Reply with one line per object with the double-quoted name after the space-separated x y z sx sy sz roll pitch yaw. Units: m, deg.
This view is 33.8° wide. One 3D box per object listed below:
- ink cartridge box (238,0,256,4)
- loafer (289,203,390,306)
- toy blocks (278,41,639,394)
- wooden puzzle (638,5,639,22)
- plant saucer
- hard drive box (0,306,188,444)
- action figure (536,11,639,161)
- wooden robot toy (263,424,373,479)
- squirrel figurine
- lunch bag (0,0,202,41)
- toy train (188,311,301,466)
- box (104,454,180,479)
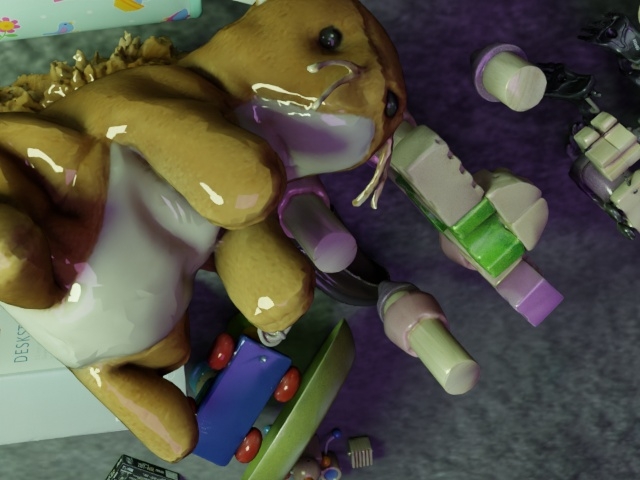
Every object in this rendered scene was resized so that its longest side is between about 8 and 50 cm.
-0.044 -0.338 0.936 0.078 0.134 0.231 10 116 -17 "ink cartridge box"
0.000 0.000 1.173 0.220 0.080 0.078 30 110 -25 "loafer"
0.120 -0.066 1.067 0.309 0.260 0.288 -43 125 3 "toy blocks"
0.499 -0.222 1.079 0.322 0.080 0.348 -49 123 -14 "wooden puzzle"
-0.023 0.199 1.194 0.037 0.241 0.241 32 111 1 "plant saucer"
-0.264 0.121 1.130 0.232 0.181 0.089 -7 121 -9 "hard drive box"
0.351 -0.132 1.140 0.164 0.141 0.275 -47 126 9 "action figure"
-0.014 0.290 1.340 0.173 0.079 0.076 6 118 -15 "wooden robot toy"
-0.132 -0.085 0.869 0.370 0.397 0.281 -46 131 -13 "squirrel figurine"
-0.215 -0.295 0.861 0.223 0.160 0.262 -8 154 -9 "lunch bag"
-0.076 0.119 1.199 0.105 0.143 0.248 28 104 -15 "toy train"
-0.231 0.314 1.343 0.083 0.018 0.067 25 112 -24 "box"
